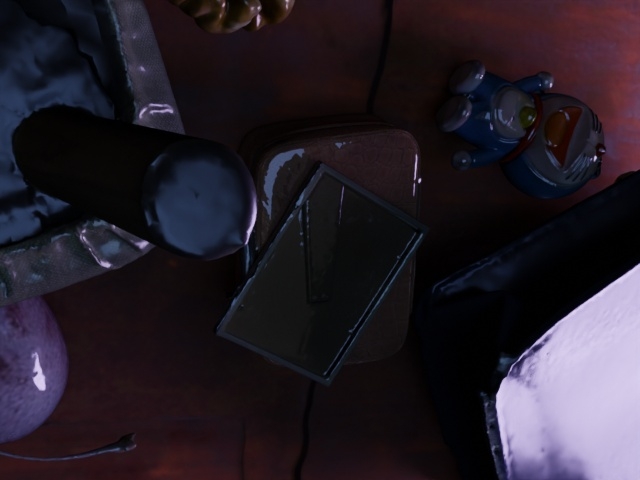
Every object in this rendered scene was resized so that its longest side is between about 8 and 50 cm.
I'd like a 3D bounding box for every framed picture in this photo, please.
[{"bbox_3d":[0.002,0.028,0.669,0.109,0.011,0.149,30,96,-28],"label":"framed picture"}]

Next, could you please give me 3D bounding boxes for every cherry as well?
[{"bbox_3d":[-0.214,0.078,0.636,0.188,0.115,0.148,1,70,-29],"label":"cherry"}]

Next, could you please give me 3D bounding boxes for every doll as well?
[{"bbox_3d":[0.170,-0.087,0.733,0.152,0.085,0.114,27,79,-17],"label":"doll"}]

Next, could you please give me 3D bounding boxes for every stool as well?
[{"bbox_3d":[-0.221,-0.093,0.458,0.310,0.226,0.310,-23,100,-18],"label":"stool"}]

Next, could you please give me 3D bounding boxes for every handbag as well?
[{"bbox_3d":[0.000,0.000,0.703,0.151,0.072,0.193,-3,112,-20],"label":"handbag"},{"bbox_3d":[0.257,0.100,0.799,0.329,0.122,0.303,-30,129,-15],"label":"handbag"}]

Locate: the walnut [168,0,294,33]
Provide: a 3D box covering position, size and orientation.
[{"bbox_3d":[-0.060,-0.216,0.574,0.170,0.069,0.143,51,53,-34],"label":"walnut"}]
